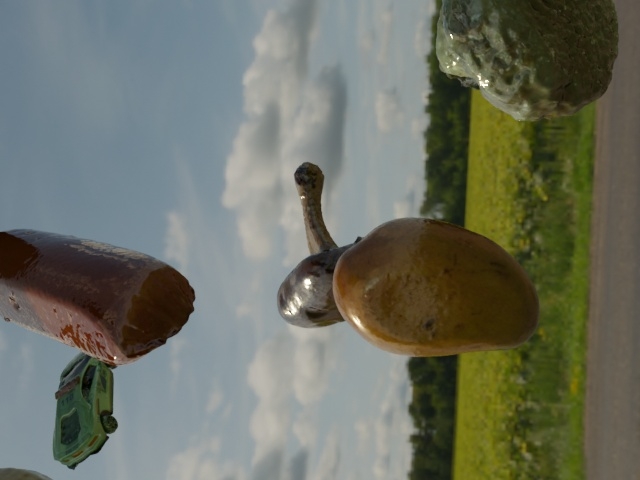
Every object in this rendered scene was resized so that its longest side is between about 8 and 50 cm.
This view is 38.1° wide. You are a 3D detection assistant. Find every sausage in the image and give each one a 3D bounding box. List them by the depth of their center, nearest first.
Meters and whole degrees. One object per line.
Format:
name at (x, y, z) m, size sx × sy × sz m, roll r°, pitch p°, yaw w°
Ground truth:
sausage at (-0.243, 0.044, 0.892) m, size 0.097 × 0.348 × 0.094 m, roll -46°, pitch -57°, yaw -28°

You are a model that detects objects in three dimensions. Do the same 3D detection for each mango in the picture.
mango at (0.092, 0.037, 0.754) m, size 0.089 × 0.165 × 0.115 m, roll -24°, pitch -72°, yaw -78°

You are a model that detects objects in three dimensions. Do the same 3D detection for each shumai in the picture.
shumai at (0.202, -0.236, 1.092) m, size 0.260 × 0.222 × 0.225 m, roll -11°, pitch -94°, yaw -49°

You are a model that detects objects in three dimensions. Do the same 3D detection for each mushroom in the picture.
mushroom at (0.000, 0.000, 1.311) m, size 0.227 × 0.148 × 0.217 m, roll -50°, pitch 50°, yaw 51°

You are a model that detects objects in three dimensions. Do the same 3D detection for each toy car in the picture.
toy car at (-0.305, 0.201, 1.178) m, size 0.058 × 0.093 × 0.186 m, roll 39°, pitch -155°, yaw -35°

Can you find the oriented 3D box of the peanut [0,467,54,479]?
peanut at (-0.349, 0.355, 1.159) m, size 0.130 × 0.290 × 0.130 m, roll 10°, pitch -90°, yaw -73°
